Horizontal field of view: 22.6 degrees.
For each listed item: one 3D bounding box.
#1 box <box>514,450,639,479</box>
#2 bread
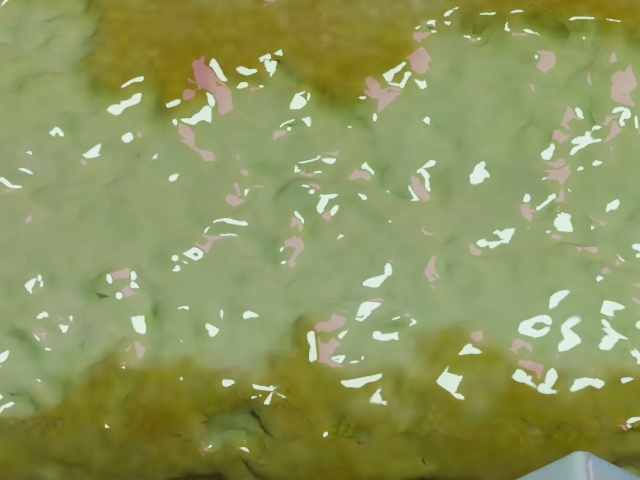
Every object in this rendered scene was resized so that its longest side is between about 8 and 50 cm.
[{"bbox_3d":[0.081,0.175,0.551,0.273,0.265,0.048,27,46,-32],"label":"box"},{"bbox_3d":[0.000,0.000,0.549,0.376,0.165,0.236,-2,57,1],"label":"bread"}]
